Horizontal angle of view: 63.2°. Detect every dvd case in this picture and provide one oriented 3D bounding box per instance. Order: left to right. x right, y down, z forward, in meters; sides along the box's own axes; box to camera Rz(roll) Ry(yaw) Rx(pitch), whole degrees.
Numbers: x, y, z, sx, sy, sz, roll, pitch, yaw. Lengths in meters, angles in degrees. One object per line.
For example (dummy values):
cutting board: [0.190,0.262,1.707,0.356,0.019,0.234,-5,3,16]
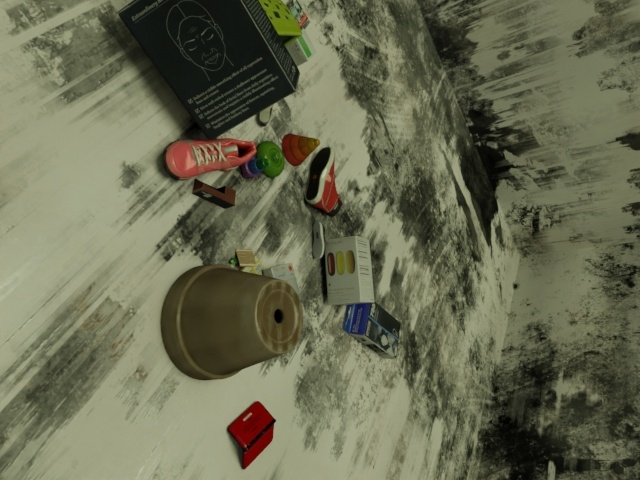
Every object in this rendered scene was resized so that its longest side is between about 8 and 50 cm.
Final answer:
dvd case: [-0.090,-0.891,2.049,0.119,0.013,0.087,52,44,-34]

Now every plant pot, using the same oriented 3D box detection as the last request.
plant pot: [-0.209,0.210,1.400,0.323,0.280,0.323,19,66,-51]
plant pot: [-0.232,-0.694,1.643,0.227,0.228,0.207,-28,98,-52]

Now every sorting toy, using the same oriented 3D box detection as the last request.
sorting toy: [-0.242,0.054,1.601,0.083,0.012,0.062,3,55,-34]
sorting toy: [-0.117,-0.296,1.774,0.365,0.126,0.127,-35,110,-52]

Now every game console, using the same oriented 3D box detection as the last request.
game console: [-0.205,0.573,1.539,0.124,0.085,0.144,47,37,8]

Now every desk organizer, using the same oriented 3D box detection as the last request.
desk organizer: [-0.312,-0.143,1.542,0.130,0.047,0.050,26,59,-48]

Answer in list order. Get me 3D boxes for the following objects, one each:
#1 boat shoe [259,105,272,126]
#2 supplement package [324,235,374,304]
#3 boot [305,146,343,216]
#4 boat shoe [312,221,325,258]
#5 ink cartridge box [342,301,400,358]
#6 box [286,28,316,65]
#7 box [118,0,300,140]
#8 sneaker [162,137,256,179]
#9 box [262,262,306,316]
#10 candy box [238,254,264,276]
boat shoe: [-0.186,-0.448,1.792,0.046,0.038,0.125,8,63,-9]
supplement package: [0.107,0.116,1.951,0.134,0.139,0.244,14,70,-62]
boot: [0.036,-0.222,1.998,0.176,0.088,0.244,32,65,-46]
boat shoe: [0.000,0.000,1.924,0.040,0.049,0.142,19,64,-50]
ink cartridge box: [0.216,0.348,2.116,0.333,0.065,0.165,39,53,-41]
box: [-0.091,-0.707,1.928,0.101,0.102,0.087,58,40,-25]
box: [-0.283,-0.533,1.421,0.395,0.294,0.212,57,18,-27]
sneaker: [-0.310,-0.254,1.496,0.314,0.136,0.115,-24,100,-53]
box: [-0.115,0.172,1.697,0.145,0.038,0.186,-11,85,-66]
candy box: [-0.189,0.159,1.649,0.105,0.027,0.205,-51,122,-46]
